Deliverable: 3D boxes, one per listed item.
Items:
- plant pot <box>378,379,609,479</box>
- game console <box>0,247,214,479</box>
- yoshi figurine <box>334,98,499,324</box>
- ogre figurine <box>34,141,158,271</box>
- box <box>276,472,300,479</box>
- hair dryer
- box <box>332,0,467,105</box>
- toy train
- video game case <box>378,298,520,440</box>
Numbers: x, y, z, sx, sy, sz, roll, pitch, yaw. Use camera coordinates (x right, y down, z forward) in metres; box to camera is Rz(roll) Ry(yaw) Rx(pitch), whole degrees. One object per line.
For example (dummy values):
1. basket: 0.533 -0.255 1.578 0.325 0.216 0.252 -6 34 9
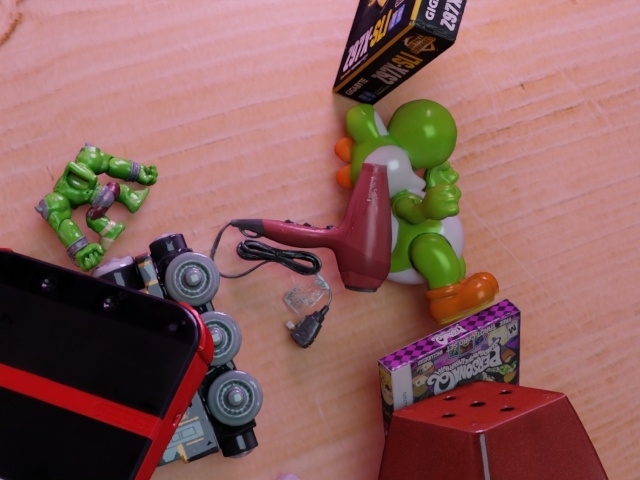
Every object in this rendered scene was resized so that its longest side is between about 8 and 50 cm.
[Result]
1. plant pot: 0.234 0.336 1.522 0.267 0.267 0.236 -14 100 -35
2. game console: -0.361 0.186 1.397 0.386 0.060 0.342 15 59 16
3. yoshi figurine: 0.176 -0.067 1.687 0.203 0.203 0.362 -25 86 -36
4. ogre figurine: -0.320 -0.061 1.561 0.118 0.097 0.197 38 73 -12
5. box: 0.035 0.478 1.595 0.067 0.063 0.324 -41 94 -20
6. hair dryer: 0.000 0.000 1.615 0.293 0.080 0.223 -44 97 3
7. box: 0.135 -0.368 1.648 0.079 0.322 0.257 19 75 -15
8. toy train: -0.205 0.161 1.543 0.190 0.142 0.334 -20 86 -11
9. video game case: 0.197 0.217 1.644 0.232 0.042 0.210 -22 129 -21
